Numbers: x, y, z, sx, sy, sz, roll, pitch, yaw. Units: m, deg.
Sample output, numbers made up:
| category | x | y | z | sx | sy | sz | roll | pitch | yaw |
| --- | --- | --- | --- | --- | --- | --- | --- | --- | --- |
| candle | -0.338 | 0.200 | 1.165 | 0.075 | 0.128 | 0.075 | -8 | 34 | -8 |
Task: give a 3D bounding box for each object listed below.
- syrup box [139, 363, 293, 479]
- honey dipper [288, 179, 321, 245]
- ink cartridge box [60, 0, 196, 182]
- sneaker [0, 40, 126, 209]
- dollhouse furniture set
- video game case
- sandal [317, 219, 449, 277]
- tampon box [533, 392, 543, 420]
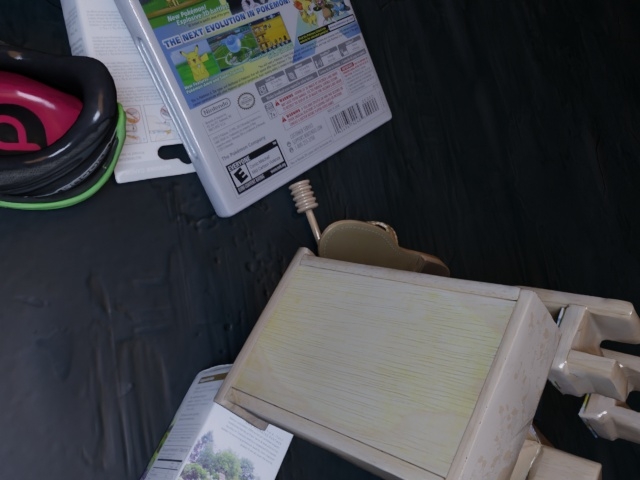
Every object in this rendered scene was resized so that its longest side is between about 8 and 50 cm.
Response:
| category | x | y | z | sx | sy | sz | roll | pitch | yaw |
| --- | --- | --- | --- | --- | --- | --- | --- | --- | --- |
| syrup box | -0.118 | 0.247 | 0.597 | 0.093 | 0.096 | 0.237 | 38 | 56 | -20 |
| honey dipper | 0.000 | 0.000 | 0.799 | 0.030 | 0.030 | 0.161 | -19 | 86 | -36 |
| ink cartridge box | -0.191 | -0.196 | 0.744 | 0.189 | 0.066 | 0.232 | -14 | 101 | -35 |
| sneaker | -0.392 | -0.112 | 0.481 | 0.482 | 0.202 | 0.185 | -10 | 79 | -35 |
| dollhouse furniture set | 0.133 | 0.198 | 0.615 | 0.394 | 0.256 | 0.362 | 46 | 64 | -38 |
| video game case | -0.065 | -0.234 | 0.788 | 0.329 | 0.036 | 0.300 | -36 | 111 | -35 |
| sandal | 0.071 | 0.014 | 0.825 | 0.240 | 0.088 | 0.079 | 20 | 22 | -39 |
| tampon box | 0.195 | 0.165 | 0.811 | 0.161 | 0.120 | 0.101 | 29 | 62 | -22 |
